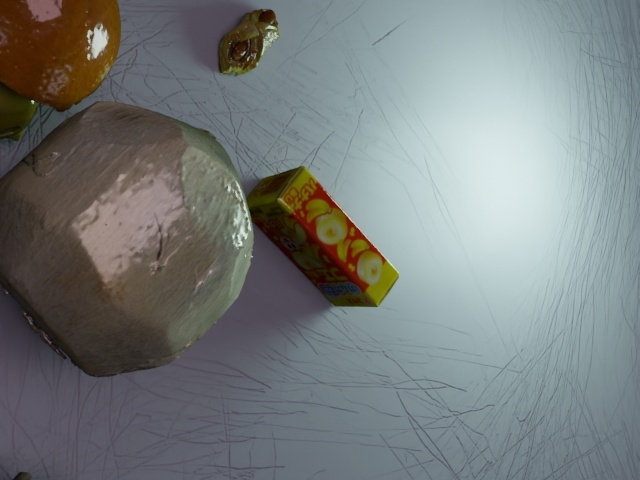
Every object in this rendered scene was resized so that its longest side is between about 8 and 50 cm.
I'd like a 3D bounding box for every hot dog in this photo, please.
[{"bbox_3d":[-0.123,-0.364,1.288,0.078,0.061,0.169,41,63,-22],"label":"hot dog"}]

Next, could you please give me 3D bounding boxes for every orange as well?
[{"bbox_3d":[-0.413,-0.352,0.995,0.274,0.310,0.274,-40,148,-32],"label":"orange"}]

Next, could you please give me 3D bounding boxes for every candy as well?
[{"bbox_3d":[0.000,0.000,1.281,0.276,0.146,0.088,47,62,-22],"label":"candy"}]

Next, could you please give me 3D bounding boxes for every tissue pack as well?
[{"bbox_3d":[-0.482,-0.193,0.981,0.178,0.123,0.127,-23,92,-37],"label":"tissue pack"}]

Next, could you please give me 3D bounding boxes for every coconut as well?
[{"bbox_3d":[-0.257,-0.014,0.991,0.360,0.346,0.346,-45,109,-23],"label":"coconut"}]

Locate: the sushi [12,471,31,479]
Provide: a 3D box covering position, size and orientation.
[{"bbox_3d":[-0.399,0.445,0.933,0.238,0.219,0.225,-53,153,-55],"label":"sushi"}]
